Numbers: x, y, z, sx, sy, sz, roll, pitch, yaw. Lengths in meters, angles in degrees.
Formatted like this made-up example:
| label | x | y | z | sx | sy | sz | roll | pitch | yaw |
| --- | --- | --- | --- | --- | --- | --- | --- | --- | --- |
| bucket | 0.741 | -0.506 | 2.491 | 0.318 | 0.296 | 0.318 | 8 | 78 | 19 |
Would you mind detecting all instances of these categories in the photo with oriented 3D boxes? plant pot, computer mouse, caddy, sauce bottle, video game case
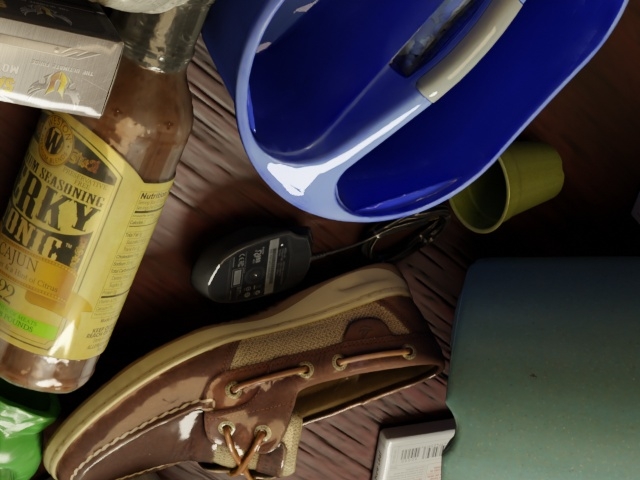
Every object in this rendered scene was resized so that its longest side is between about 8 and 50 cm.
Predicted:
| label | x | y | z | sx | sy | sz | roll | pitch | yaw |
| --- | --- | --- | --- | --- | --- | --- | --- | --- | --- |
| plant pot | 0.281 | 0.152 | 1.275 | 0.334 | 0.341 | 0.341 | 4 | 125 | 11 |
| plant pot | 0.162 | -0.054 | 1.290 | 0.079 | 0.083 | 0.083 | -13 | 126 | -32 |
| computer mouse | 0.000 | 0.000 | 1.275 | 0.242 | 0.041 | 0.071 | -12 | 134 | -26 |
| caddy | 0.075 | -0.171 | 1.102 | 0.341 | 0.179 | 0.241 | -48 | 127 | 10 |
| sauce bottle | -0.162 | -0.056 | 1.113 | 0.111 | 0.111 | 0.344 | 12 | 111 | -30 |
| video game case | 0.144 | 0.253 | 1.513 | 0.212 | 0.023 | 0.193 | -6 | 123 | -22 |

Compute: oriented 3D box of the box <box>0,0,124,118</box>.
| label | x | y | z | sx | sy | sz | roll | pitch | yaw |
| --- | --- | --- | --- | --- | --- | --- | --- | --- | --- |
| box | -0.257 | -0.158 | 0.953 | 0.231 | 0.183 | 0.056 | 8 | 117 | -30 |

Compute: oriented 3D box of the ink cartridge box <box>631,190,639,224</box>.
| label | x | y | z | sx | sy | sz | roll | pitch | yaw |
| --- | --- | --- | --- | --- | --- | --- | --- | --- | --- |
| ink cartridge box | 0.395 | -0.091 | 1.358 | 0.159 | 0.092 | 0.218 | 2 | 122 | -26 |

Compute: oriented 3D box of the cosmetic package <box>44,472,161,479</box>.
| label | x | y | z | sx | sy | sz | roll | pitch | yaw |
| --- | --- | --- | --- | --- | --- | --- | --- | --- | --- |
| cosmetic package | -0.265 | 0.367 | 1.311 | 0.385 | 0.156 | 0.217 | -32 | 130 | -2 |

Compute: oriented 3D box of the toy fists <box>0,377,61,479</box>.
| label | x | y | z | sx | sy | sz | roll | pitch | yaw |
| --- | --- | --- | --- | --- | --- | --- | --- | --- | --- |
| toy fists | -0.339 | 0.140 | 1.168 | 0.279 | 0.096 | 0.142 | 28 | 107 | -37 |

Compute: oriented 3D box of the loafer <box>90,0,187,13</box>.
| label | x | y | z | sx | sy | sz | roll | pitch | yaw |
| --- | --- | --- | --- | --- | --- | --- | --- | --- | --- |
| loafer | -0.103 | -0.305 | 0.960 | 0.111 | 0.112 | 0.319 | -13 | 114 | -63 |

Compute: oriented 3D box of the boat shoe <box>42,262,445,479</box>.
| label | x | y | z | sx | sy | sz | roll | pitch | yaw |
| --- | --- | --- | --- | --- | --- | --- | --- | --- | --- |
| boat shoe | -0.055 | 0.138 | 1.250 | 0.342 | 0.123 | 0.123 | -23 | 155 | -19 |
